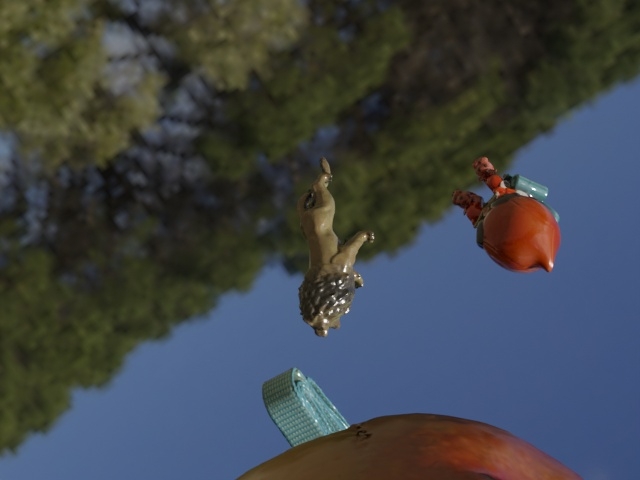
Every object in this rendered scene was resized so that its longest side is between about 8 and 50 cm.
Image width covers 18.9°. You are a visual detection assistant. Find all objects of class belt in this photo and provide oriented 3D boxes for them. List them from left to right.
[{"bbox_3d":[0.002,0.212,1.914,0.065,0.179,0.100,-29,-162,26],"label":"belt"}]

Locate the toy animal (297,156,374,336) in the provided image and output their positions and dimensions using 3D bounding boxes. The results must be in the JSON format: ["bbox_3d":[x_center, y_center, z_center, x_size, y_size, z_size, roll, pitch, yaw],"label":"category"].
[{"bbox_3d":[0.015,0.000,2.085,0.069,0.086,0.219,129,-35,-48],"label":"toy animal"}]

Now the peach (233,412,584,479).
[{"bbox_3d":[0.022,0.261,0.995,0.290,0.372,0.373,28,-129,27],"label":"peach"}]

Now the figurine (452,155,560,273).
[{"bbox_3d":[0.156,-0.012,1.557,0.068,0.075,0.140,-58,-161,16],"label":"figurine"}]
